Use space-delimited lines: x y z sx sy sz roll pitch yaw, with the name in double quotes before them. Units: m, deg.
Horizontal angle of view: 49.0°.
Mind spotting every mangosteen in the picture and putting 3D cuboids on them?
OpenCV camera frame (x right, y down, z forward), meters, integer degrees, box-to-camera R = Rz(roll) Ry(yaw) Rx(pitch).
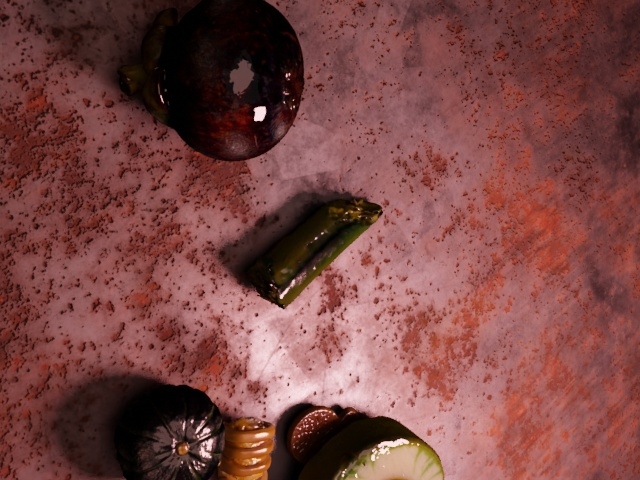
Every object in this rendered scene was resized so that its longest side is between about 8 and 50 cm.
"mangosteen" -0.184 -0.313 1.348 0.330 0.330 0.330 -2 93 -31

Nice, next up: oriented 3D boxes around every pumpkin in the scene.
"pumpkin" -0.295 0.393 1.382 0.220 0.162 0.220 2 86 -29

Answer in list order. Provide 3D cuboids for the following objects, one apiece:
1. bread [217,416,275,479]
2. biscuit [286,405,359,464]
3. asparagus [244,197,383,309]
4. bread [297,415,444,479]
"bread" -0.158 0.459 1.514 0.119 0.084 0.177 3 95 -30
"biscuit" 0.022 0.466 1.639 0.236 0.039 0.180 31 84 -33
"asparagus" 0.000 0.000 1.571 0.382 0.108 0.128 -42 117 -25
"bread" 0.115 0.594 1.629 0.382 0.129 0.366 -2 106 -31
